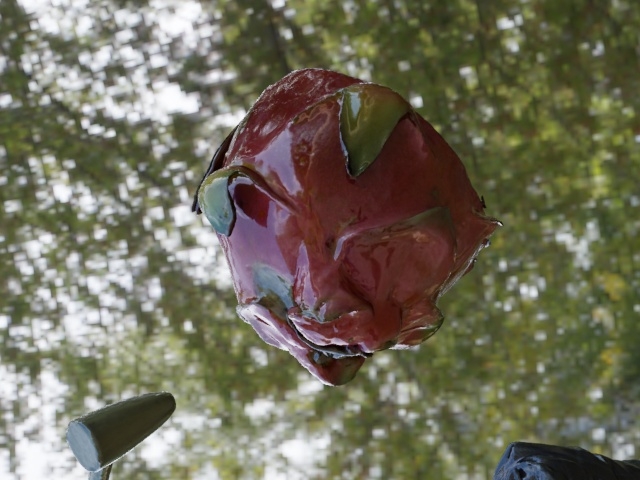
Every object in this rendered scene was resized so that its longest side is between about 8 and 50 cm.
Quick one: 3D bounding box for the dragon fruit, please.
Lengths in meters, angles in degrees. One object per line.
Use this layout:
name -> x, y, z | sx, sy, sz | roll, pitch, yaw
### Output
dragon fruit -> 0.000, 0.000, 1.450 | 0.225, 0.305, 0.305 | -50, -56, -27

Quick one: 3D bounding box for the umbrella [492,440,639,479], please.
umbrella -> 0.204, 0.161, 0.904 | 0.224, 0.071, 0.080 | -2, -67, -36

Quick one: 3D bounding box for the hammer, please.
hammer -> -0.123, 0.159, 0.794 | 0.060, 0.028, 0.195 | -22, -37, -44
